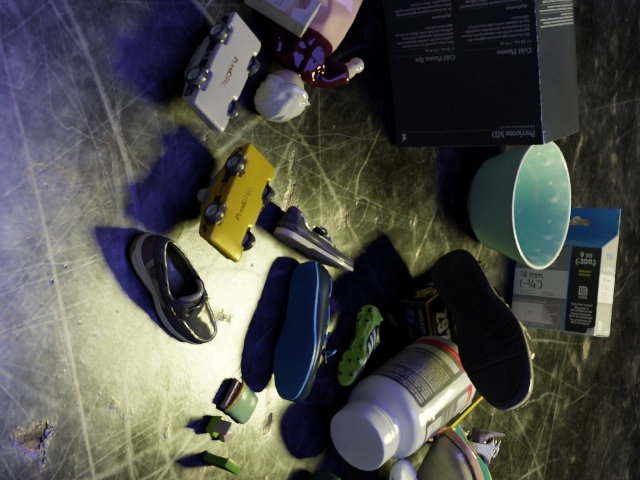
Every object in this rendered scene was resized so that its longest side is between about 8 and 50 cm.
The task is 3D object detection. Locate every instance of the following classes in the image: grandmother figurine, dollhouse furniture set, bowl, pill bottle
[{"bbox_3d":[-0.014,-0.353,1.517,0.208,0.104,0.342,31,70,-10],"label":"grandmother figurine"},{"bbox_3d":[-0.141,0.315,1.453,0.076,0.059,0.151,51,56,-40],"label":"dollhouse furniture set"},{"bbox_3d":[0.467,-0.090,2.065,0.312,0.163,0.311,-7,99,-50],"label":"bowl"},{"bbox_3d":[0.167,0.332,1.732,0.319,0.176,0.176,-27,113,-46],"label":"pill bottle"}]

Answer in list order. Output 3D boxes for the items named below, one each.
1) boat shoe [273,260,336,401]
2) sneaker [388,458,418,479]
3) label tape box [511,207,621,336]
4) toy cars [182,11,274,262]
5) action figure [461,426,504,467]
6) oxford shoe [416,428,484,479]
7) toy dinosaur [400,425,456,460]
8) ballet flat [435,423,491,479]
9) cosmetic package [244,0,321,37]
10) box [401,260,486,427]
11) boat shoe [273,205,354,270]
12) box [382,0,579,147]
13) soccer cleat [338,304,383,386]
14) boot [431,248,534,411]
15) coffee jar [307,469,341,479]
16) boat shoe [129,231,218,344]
[{"bbox_3d":[-0.012,0.170,1.559,0.089,0.109,0.258,26,76,-52],"label":"boat shoe"},{"bbox_3d":[0.130,0.543,1.735,0.091,0.126,0.240,-31,124,-53],"label":"sneaker"},{"bbox_3d":[0.636,0.072,2.224,0.106,0.241,0.333,10,85,-48],"label":"label tape box"},{"bbox_3d":[-0.162,-0.163,1.369,0.176,0.087,0.393,-15,102,-54],"label":"toy cars"},{"bbox_3d":[0.347,0.582,1.989,0.099,0.185,0.284,17,75,-19],"label":"action figure"},{"bbox_3d":[0.240,0.550,1.789,0.147,0.140,0.396,-24,137,-26],"label":"oxford shoe"},{"bbox_3d":[0.201,0.415,1.824,0.212,0.112,0.064,-7,85,-41],"label":"toy dinosaur"},{"bbox_3d":[0.317,0.502,1.919,0.086,0.248,0.086,-6,122,-9],"label":"ballet flat"},{"bbox_3d":[-0.064,-0.403,1.441,0.115,0.041,0.060,30,68,-5],"label":"cosmetic package"},{"bbox_3d":[0.308,0.238,1.972,0.257,0.079,0.321,-27,114,-44],"label":"box"},{"bbox_3d":[0.000,0.000,1.582,0.206,0.075,0.064,31,73,-42],"label":"boat shoe"},{"bbox_3d":[0.325,-0.356,1.729,0.179,0.343,0.312,-20,109,-48],"label":"box"},{"bbox_3d":[0.087,0.217,1.718,0.072,0.060,0.178,46,57,-44],"label":"soccer cleat"},{"bbox_3d":[0.373,0.225,1.785,0.284,0.138,0.377,47,15,-47],"label":"boot"},{"bbox_3d":[-0.029,0.521,1.590,0.184,0.079,0.096,-36,122,-44],"label":"coffee jar"},{"bbox_3d":[-0.216,0.082,1.329,0.080,0.073,0.223,-50,129,-35],"label":"boat shoe"}]
